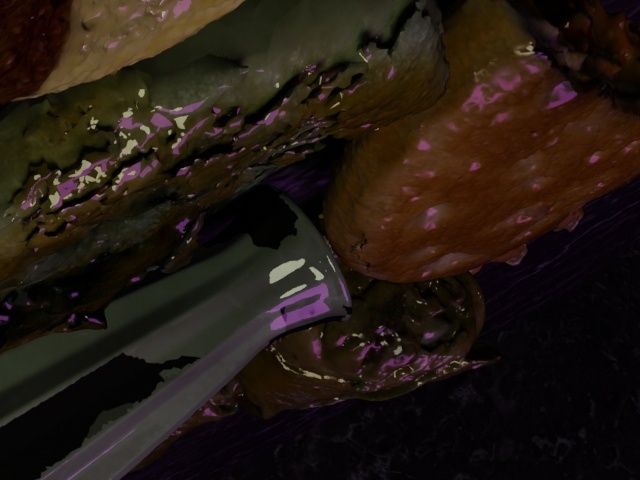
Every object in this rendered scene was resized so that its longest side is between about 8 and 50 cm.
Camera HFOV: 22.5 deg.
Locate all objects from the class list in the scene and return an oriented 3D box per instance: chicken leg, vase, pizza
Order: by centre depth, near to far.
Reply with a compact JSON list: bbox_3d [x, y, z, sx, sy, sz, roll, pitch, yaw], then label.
[{"bbox_3d":[-0.155,0.100,1.098,0.360,0.165,0.165,-32,171,-15],"label":"vase"},{"bbox_3d":[0.123,-0.071,1.099,0.278,0.114,0.409,-26,165,-5],"label":"pizza"},{"bbox_3d":[-0.055,0.117,1.482,0.429,0.152,0.201,-25,147,12],"label":"chicken leg"}]

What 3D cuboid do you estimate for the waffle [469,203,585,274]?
[{"bbox_3d":[0.163,-0.014,1.655,0.348,0.077,0.304,-33,169,14],"label":"waffle"}]

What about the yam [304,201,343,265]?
[{"bbox_3d":[0.000,0.000,1.296,0.253,0.061,0.061,-30,170,-6],"label":"yam"}]

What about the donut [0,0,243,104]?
[{"bbox_3d":[-0.083,-0.100,0.491,0.141,0.085,0.217,-38,169,36],"label":"donut"}]

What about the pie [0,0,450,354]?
[{"bbox_3d":[-0.098,-0.029,0.828,0.371,0.078,0.296,-36,167,33],"label":"pie"}]
